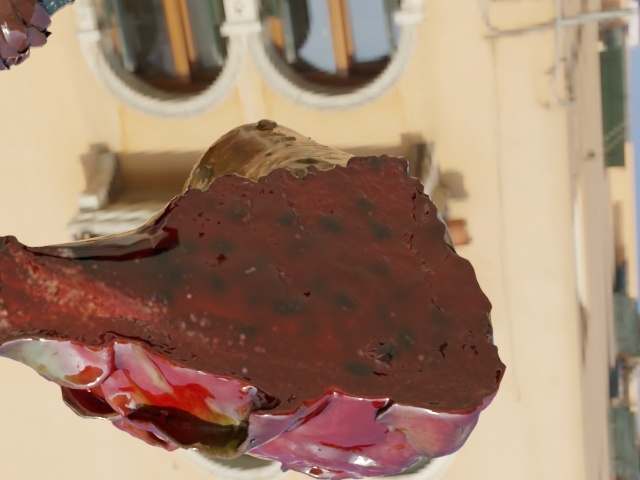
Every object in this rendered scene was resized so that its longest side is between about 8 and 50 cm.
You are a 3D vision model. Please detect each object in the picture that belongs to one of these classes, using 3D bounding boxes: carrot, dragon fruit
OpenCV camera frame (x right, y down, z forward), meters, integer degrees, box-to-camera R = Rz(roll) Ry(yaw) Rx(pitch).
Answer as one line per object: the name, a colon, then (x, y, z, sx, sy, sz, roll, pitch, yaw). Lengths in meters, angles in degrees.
carrot: (0.000, 0.000, 1.464, 0.224, 0.224, 0.340, -18, -149, -22)
dragon fruit: (-0.075, 0.112, 0.886, 0.329, 0.286, 0.228, -6, -126, -27)

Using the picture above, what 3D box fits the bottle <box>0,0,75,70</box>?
bottle: (-0.462, -0.298, 1.736, 0.271, 0.156, 0.143, -36, -171, -10)
